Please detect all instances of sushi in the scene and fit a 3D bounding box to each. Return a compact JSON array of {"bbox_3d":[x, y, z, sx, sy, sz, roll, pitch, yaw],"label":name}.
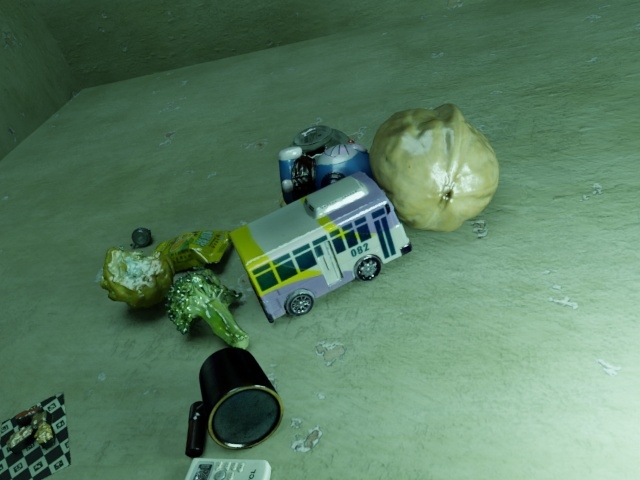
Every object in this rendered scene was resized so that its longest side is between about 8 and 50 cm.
[{"bbox_3d":[-0.732,0.494,1.590,0.192,0.043,0.279,-26,34,-8],"label":"sushi"}]

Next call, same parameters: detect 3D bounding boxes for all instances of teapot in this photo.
[{"bbox_3d":[-0.632,-0.011,2.226,0.088,0.066,0.057,-37,10,17],"label":"teapot"}]

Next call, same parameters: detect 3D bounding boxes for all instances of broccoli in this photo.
[{"bbox_3d":[-0.281,0.198,1.717,0.275,0.177,0.198,28,16,15],"label":"broccoli"}]

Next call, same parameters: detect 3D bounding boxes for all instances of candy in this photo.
[{"bbox_3d":[-0.427,0.037,2.023,0.297,0.081,0.187,-8,35,18],"label":"candy"}]

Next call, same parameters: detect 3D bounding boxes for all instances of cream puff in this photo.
[{"bbox_3d":[-0.540,0.128,1.873,0.221,0.194,0.194,11,38,-2],"label":"cream puff"}]

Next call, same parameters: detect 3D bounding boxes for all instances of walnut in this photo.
[{"bbox_3d":[0.311,-0.205,1.752,0.381,0.381,0.381,-14,35,10],"label":"walnut"}]

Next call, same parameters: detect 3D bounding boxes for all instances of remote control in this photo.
[{"bbox_3d":[-0.196,0.497,1.316,0.190,0.029,0.087,-5,38,21],"label":"remote control"}]

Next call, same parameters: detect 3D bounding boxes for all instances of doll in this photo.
[{"bbox_3d":[0.039,-0.183,1.924,0.310,0.240,0.284,-2,14,6],"label":"doll"}]

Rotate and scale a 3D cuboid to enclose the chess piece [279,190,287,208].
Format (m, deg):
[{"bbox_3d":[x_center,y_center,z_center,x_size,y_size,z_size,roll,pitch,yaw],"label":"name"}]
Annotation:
[{"bbox_3d":[-0.090,-0.086,2.014,0.094,0.094,0.170,-13,40,12],"label":"chess piece"}]

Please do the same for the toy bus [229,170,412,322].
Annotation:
[{"bbox_3d":[0.000,0.000,1.699,0.440,0.249,0.209,-26,35,-6],"label":"toy bus"}]

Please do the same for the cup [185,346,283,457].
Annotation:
[{"bbox_3d":[-0.220,0.358,1.404,0.239,0.166,0.177,-26,31,-10],"label":"cup"}]

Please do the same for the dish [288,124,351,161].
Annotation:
[{"bbox_3d":[-0.013,-0.327,2.273,0.303,0.120,0.303,-14,34,10],"label":"dish"}]
